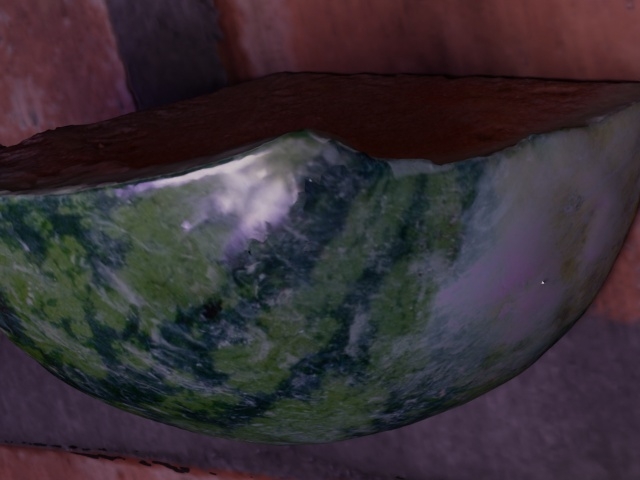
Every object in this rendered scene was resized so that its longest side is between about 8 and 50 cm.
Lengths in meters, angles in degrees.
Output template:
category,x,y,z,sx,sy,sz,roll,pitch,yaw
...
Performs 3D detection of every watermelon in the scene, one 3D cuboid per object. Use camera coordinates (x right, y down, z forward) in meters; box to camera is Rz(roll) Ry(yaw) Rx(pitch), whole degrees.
category,x,y,z,sx,sy,sz,roll,pitch,yaw
watermelon,0.000,0.000,0.615,0.260,0.256,0.176,3,71,41
